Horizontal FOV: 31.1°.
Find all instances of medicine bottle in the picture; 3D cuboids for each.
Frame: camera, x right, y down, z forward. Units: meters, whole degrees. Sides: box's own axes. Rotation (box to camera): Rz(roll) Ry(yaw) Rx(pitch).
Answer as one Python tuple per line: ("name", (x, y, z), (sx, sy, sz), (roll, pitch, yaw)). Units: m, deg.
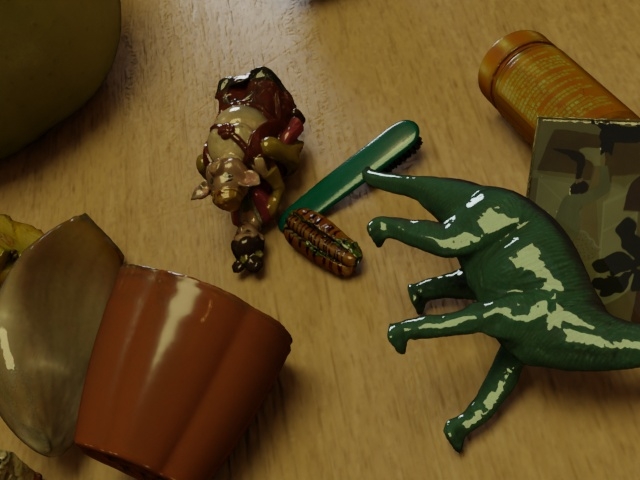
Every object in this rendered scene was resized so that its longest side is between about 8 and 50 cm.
("medicine bottle", (0.250, -0.137, 1.204), (0.096, 0.096, 0.192), (-30, 43, -3))

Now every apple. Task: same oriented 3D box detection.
("apple", (-0.498, -0.337, 1.524), (0.474, 0.473, 0.473), (-13, 45, 14))

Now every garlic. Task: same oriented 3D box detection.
("garlic", (-0.286, 0.090, 1.223), (0.112, 0.143, 0.318), (-36, 29, 38))

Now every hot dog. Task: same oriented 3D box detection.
("hot dog", (0.000, 0.000, 1.234), (0.122, 0.037, 0.049), (32, 92, 43))

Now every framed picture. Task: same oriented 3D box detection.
("framed picture", (0.255, -0.018, 1.083), (0.136, 0.010, 0.201), (6, 82, 30))

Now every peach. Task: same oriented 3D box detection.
("peach", (-0.387, 0.039, 1.332), (0.151, 0.118, 0.151), (11, 24, -5))

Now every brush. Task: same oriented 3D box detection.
("brush", (0.035, -0.066, 1.293), (0.193, 0.032, 0.043), (-38, 49, 6))

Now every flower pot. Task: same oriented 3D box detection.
("flower pot", (-0.140, 0.138, 1.085), (0.191, 0.190, 0.173), (9, 64, 31))

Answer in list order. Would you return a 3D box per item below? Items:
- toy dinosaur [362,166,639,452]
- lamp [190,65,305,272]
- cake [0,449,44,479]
("toy dinosaur", (0.221, 0.007, 1.037), (0.331, 0.129, 0.383), (-24, 52, 14))
("lamp", (-0.088, -0.084, 1.307), (0.118, 0.118, 0.253), (-6, 46, 20))
("cake", (-0.362, 0.299, 1.096), (0.117, 0.086, 0.220), (-2, 49, 23))
